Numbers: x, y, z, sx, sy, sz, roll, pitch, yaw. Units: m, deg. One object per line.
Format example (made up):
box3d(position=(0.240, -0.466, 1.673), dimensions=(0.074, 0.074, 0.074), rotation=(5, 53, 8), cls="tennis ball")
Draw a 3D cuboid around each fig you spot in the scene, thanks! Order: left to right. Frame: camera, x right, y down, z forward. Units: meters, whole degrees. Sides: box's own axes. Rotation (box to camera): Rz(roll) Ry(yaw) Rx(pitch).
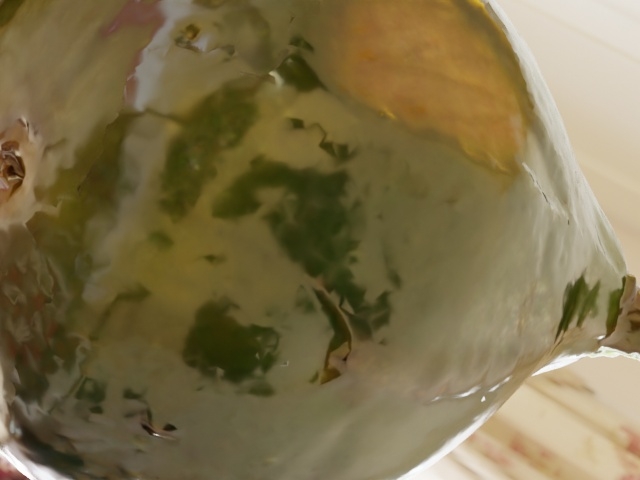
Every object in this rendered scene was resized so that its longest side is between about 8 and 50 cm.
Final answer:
box3d(position=(0.000, 0.000, 0.527), dimensions=(0.245, 0.195, 0.195), rotation=(21, 101, -32), cls="fig")
